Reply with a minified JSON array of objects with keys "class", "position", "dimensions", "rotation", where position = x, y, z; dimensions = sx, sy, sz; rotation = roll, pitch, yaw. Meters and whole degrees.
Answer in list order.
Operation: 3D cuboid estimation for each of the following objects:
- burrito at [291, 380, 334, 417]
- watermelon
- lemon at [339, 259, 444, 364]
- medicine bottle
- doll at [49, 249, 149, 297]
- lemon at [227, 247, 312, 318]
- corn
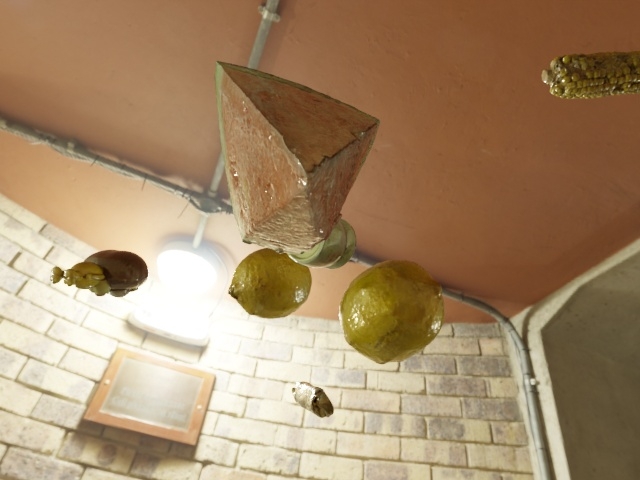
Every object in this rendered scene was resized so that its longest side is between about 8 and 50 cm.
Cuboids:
[{"class":"burrito","position":[-0.021,0.396,1.036],"dimensions":[0.082,0.059,0.275],"rotation":[46,-20,4]},{"class":"watermelon","position":[-0.074,-0.122,0.630],"dimensions":[0.250,0.284,0.292],"rotation":[17,4,15]},{"class":"lemon","position":[0.181,0.181,1.076],"dimensions":[0.260,0.261,0.284],"rotation":[31,-32,-21]},{"class":"medicine bottle","position":[0.000,0.000,1.077],"dimensions":[0.147,0.148,0.143],"rotation":[-24,-23,31]},{"class":"doll","position":[-0.438,0.068,0.828],"dimensions":[0.145,0.096,0.188],"rotation":[1,2,42]},{"class":"lemon","position":[-0.172,0.147,1.450],"dimensions":[0.310,0.254,0.254],"rotation":[-8,-32,-33]},{"class":"corn","position":[0.635,-0.351,0.869],"dimensions":[0.319,0.097,0.097],"rotation":[-2,-44,7]}]
